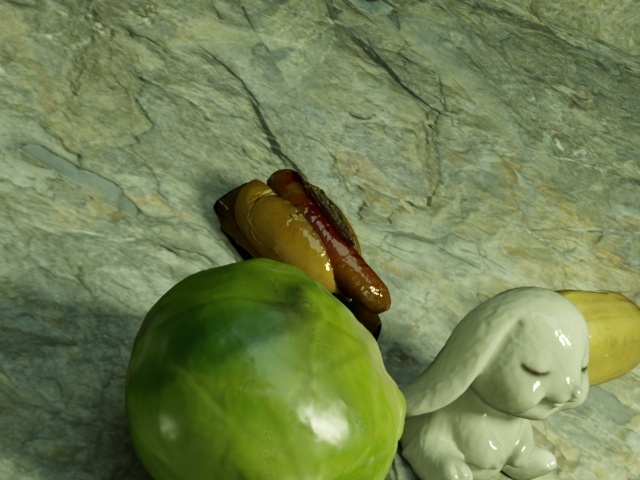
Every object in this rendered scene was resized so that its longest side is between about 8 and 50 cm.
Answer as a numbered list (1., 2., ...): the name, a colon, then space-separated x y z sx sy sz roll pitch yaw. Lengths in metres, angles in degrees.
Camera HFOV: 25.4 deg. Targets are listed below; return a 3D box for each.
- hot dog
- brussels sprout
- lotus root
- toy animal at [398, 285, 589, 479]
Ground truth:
1. hot dog: -0.005 0.000 2.014 0.326 0.107 0.194 40 31 14
2. brussels sprout: -0.069 0.175 1.576 0.344 0.268 0.344 44 20 -21
3. lotus root: 0.389 0.145 2.119 0.303 0.131 0.146 0 43 -45
4. toy animal: 0.232 0.173 1.814 0.271 0.265 0.206 0 41 -38
